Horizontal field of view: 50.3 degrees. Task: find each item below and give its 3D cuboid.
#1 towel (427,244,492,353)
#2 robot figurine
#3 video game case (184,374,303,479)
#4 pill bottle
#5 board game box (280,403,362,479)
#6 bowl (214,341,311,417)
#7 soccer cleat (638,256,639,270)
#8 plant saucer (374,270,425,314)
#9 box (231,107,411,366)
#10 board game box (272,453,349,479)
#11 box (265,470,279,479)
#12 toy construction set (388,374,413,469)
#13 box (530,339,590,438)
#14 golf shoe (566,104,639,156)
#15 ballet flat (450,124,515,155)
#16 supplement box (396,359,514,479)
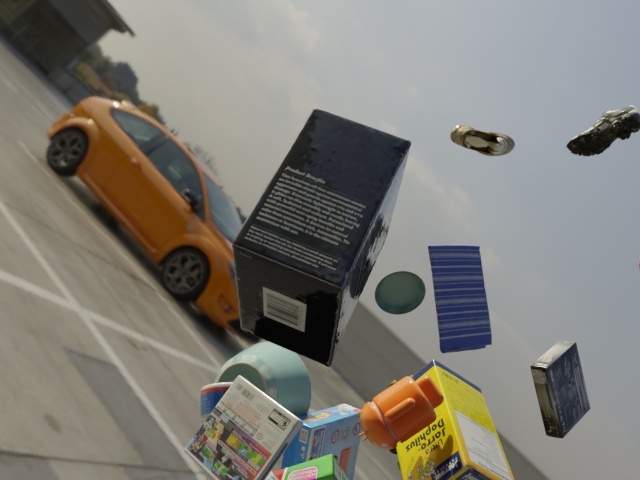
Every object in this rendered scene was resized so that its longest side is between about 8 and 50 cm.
[{"bbox_3d":[0.437,0.180,2.145,0.243,0.335,0.040,0,-10,-39],"label":"towel"},{"bbox_3d":[0.189,0.414,1.634,0.128,0.220,0.158,60,-6,-19],"label":"robot figurine"},{"bbox_3d":[-0.150,0.378,1.308,0.201,0.183,0.023,24,-18,45],"label":"video game case"},{"bbox_3d":[-0.230,0.466,1.660,0.124,0.125,0.221,53,29,-64],"label":"pill bottle"},{"bbox_3d":[0.001,0.678,2.080,0.086,0.307,0.302,12,3,34],"label":"board game box"},{"bbox_3d":[-0.199,0.459,2.062,0.311,0.311,0.163,43,9,26],"label":"bowl"},{"bbox_3d":[0.678,-0.014,1.293,0.116,0.143,0.331,1,-17,18],"label":"soccer cleat"},{"bbox_3d":[0.183,0.117,1.582,0.119,0.119,0.021,47,15,-25],"label":"plant saucer"},{"bbox_3d":[0.000,0.000,1.125,0.183,0.294,0.296,22,-31,10],"label":"box"},{"bbox_3d":[-0.066,0.671,1.688,0.064,0.317,0.242,-88,154,-60],"label":"board game box"},{"bbox_3d":[-0.145,0.606,1.447,0.142,0.163,0.247,47,0,14],"label":"box"},{"bbox_3d":[0.352,0.560,2.280,0.237,0.309,0.257,90,-23,-46],"label":"toy construction set"},{"bbox_3d":[0.712,0.437,2.018,0.056,0.183,0.230,-3,-72,48],"label":"box"},{"bbox_3d":[0.752,-0.291,1.809,0.198,0.093,0.077,-23,-58,39],"label":"golf shoe"},{"bbox_3d":[0.452,-0.264,1.863,0.206,0.073,0.067,7,24,-19],"label":"ballet flat"},{"bbox_3d":[0.326,0.522,1.752,0.194,0.195,0.356,34,24,-23],"label":"supplement box"}]
